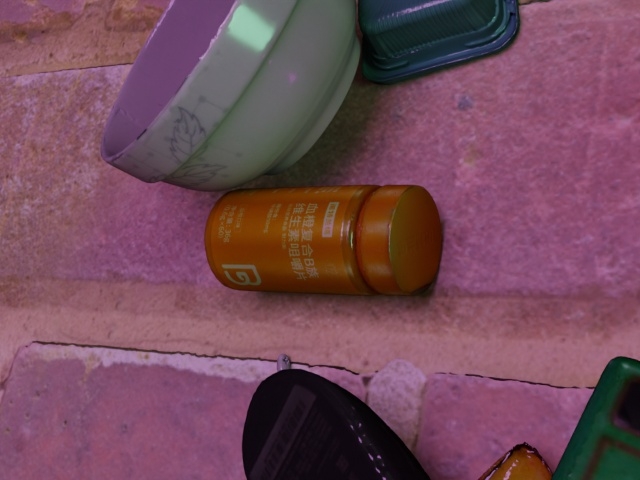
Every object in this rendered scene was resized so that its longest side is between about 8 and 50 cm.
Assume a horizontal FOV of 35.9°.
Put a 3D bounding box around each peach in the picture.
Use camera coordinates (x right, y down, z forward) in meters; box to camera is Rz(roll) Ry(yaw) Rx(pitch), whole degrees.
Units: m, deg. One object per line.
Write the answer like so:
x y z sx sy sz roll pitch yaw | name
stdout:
0.133 0.190 0.719 0.077 0.050 0.083 -2 77 10 | peach

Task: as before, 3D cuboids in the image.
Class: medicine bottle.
0.000 0.000 0.859 0.192 0.096 0.096 1 71 33 | medicine bottle

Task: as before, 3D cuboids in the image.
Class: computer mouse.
0.038 0.202 0.741 0.264 0.088 0.147 55 130 40 | computer mouse

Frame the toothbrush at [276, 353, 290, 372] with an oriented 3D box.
-0.029 0.175 0.855 0.017 0.014 0.162 -29 56 37 | toothbrush

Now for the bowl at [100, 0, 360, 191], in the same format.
-0.066 -0.162 0.905 0.287 0.144 0.287 -46 26 30 | bowl

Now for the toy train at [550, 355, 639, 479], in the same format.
0.241 0.227 0.521 0.429 0.178 0.249 21 67 21 | toy train

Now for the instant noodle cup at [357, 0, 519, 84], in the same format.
0.099 -0.248 0.921 0.157 0.070 0.179 -12 63 27 | instant noodle cup
